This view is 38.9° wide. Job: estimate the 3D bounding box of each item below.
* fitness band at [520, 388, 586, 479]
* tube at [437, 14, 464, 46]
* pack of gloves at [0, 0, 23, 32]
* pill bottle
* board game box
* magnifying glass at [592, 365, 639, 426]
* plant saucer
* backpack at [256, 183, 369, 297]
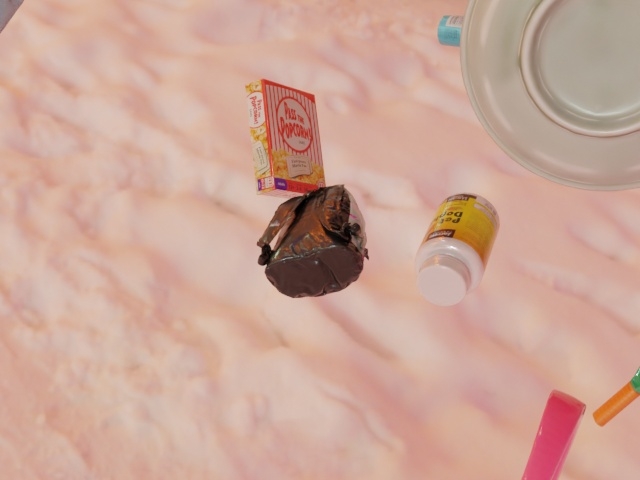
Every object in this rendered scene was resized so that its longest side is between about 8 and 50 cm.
[{"bbox_3d":[0.243,0.305,1.069,0.054,0.290,0.209,26,44,22],"label":"fitness band"},{"bbox_3d":[0.303,-0.353,1.550,0.207,0.080,0.052,14,-3,33],"label":"tube"},{"bbox_3d":[-0.304,-0.194,0.651,0.195,0.046,0.232,31,56,-37],"label":"pack of gloves"},{"bbox_3d":[0.231,0.016,1.546,0.117,0.117,0.215,22,39,7],"label":"pill bottle"},{"bbox_3d":[-0.059,-0.169,1.566,0.147,0.045,0.193,5,75,-54],"label":"board game box"},{"bbox_3d":[0.520,0.220,1.442,0.026,0.231,0.092,26,33,-22],"label":"magnifying glass"},{"bbox_3d":[0.378,-0.250,1.193,0.401,0.400,0.100,24,23,10],"label":"plant saucer"},{"bbox_3d":[0.000,0.000,1.299,0.152,0.115,0.182,-10,31,14],"label":"backpack"}]
